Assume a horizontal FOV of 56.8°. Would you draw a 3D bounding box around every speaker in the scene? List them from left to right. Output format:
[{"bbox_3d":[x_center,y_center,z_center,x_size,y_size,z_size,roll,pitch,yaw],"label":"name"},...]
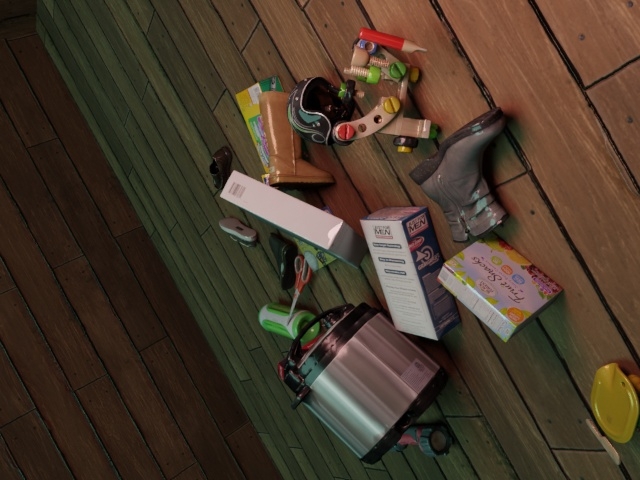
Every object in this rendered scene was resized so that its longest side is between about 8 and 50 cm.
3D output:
[{"bbox_3d":[-0.130,0.320,2.349,0.297,0.131,0.131,5,119,55],"label":"speaker"}]

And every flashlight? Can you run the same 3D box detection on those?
[{"bbox_3d":[0.316,0.674,1.989,0.103,0.103,0.304,57,149,3],"label":"flashlight"}]

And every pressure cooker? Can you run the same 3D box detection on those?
[{"bbox_3d":[0.117,0.387,1.756,0.420,0.375,0.370,41,-172,12],"label":"pressure cooker"}]

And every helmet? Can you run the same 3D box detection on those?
[{"bbox_3d":[-0.011,-0.348,1.585,0.162,0.169,0.169,35,144,11],"label":"helmet"}]

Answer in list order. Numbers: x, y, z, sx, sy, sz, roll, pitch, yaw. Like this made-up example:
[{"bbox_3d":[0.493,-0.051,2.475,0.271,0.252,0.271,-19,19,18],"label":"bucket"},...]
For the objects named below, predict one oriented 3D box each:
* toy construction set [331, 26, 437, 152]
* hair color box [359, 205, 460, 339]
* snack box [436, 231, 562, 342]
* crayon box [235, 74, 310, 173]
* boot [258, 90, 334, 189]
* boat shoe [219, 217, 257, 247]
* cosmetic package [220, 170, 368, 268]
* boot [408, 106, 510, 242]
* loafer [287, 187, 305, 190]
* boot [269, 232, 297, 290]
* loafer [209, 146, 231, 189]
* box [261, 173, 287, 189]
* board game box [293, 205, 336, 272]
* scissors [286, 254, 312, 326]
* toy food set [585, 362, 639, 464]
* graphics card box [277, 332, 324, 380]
[{"bbox_3d":[0.169,-0.330,1.313,0.237,0.257,0.309,13,163,-4],"label":"toy construction set"},{"bbox_3d":[0.244,0.084,1.605,0.174,0.105,0.347,4,118,55],"label":"hair color box"},{"bbox_3d":[0.396,0.098,1.317,0.207,0.175,0.070,45,147,28],"label":"snack box"},{"bbox_3d":[-0.153,-0.359,1.868,0.165,0.081,0.278,-2,113,57],"label":"crayon box"},{"bbox_3d":[-0.065,-0.292,1.743,0.089,0.236,0.269,-13,80,48],"label":"boot"},{"bbox_3d":[-0.341,-0.029,2.431,0.219,0.078,0.070,29,136,40],"label":"boat shoe"},{"bbox_3d":[-0.067,-0.057,1.736,0.377,0.097,0.284,26,175,23],"label":"cosmetic package"},{"bbox_3d":[0.346,-0.131,1.291,0.222,0.118,0.338,55,160,5],"label":"boot"},{"bbox_3d":[-0.062,-0.194,1.890,0.170,0.062,0.061,6,115,54],"label":"loafer"},{"bbox_3d":[-0.147,0.076,2.240,0.137,0.077,0.197,38,129,42],"label":"boot"},{"bbox_3d":[-0.405,-0.277,2.322,0.080,0.078,0.220,48,147,23],"label":"loafer"},{"bbox_3d":[-0.147,-0.187,1.938,0.169,0.059,0.054,2,-108,-87],"label":"box"},{"bbox_3d":[0.000,0.000,1.971,0.165,0.042,0.243,60,150,2],"label":"board game box"},{"bbox_3d":[-0.080,0.192,2.159,0.109,0.021,0.296,24,108,51],"label":"scissors"},{"bbox_3d":[0.648,0.356,1.265,0.128,0.071,0.217,-119,21,-55],"label":"toy food set"},{"bbox_3d":[0.045,0.512,2.137,0.371,0.233,0.094,36,141,38],"label":"graphics card box"}]
